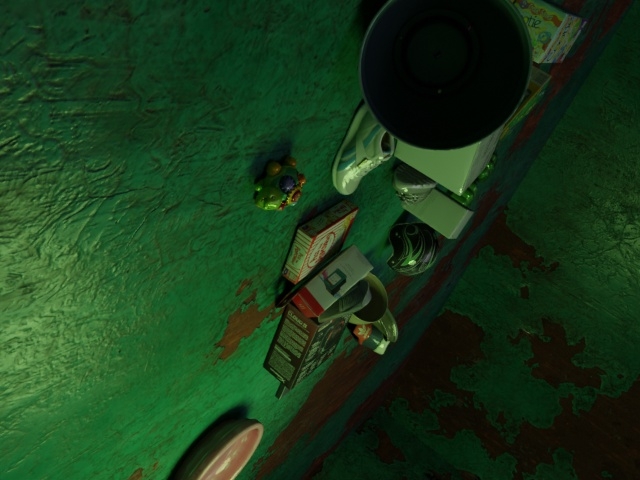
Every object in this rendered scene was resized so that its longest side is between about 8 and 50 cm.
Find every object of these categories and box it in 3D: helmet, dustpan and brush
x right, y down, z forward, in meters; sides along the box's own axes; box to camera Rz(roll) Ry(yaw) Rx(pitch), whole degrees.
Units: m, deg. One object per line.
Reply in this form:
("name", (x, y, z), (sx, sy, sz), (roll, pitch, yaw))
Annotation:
("helmet", (0.290, 0.029, 2.105), (0.169, 0.169, 0.162), (14, 70, -70))
("dustpan and brush", (0.085, 0.126, 1.696), (0.147, 0.060, 0.211), (-23, -174, 35))

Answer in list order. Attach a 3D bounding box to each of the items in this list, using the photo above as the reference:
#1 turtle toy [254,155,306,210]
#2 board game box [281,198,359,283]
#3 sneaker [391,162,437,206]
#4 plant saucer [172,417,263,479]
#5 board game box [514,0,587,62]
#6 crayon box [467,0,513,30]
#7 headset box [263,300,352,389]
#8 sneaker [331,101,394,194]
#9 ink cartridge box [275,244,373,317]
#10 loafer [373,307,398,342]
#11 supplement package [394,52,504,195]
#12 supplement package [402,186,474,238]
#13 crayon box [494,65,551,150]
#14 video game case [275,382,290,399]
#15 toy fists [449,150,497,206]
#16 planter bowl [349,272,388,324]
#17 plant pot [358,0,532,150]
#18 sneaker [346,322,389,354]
("turtle toy", (-0.074, -0.091, 1.199), (0.130, 0.066, 0.095), (-27, 148, -52))
("board game box", (0.000, 0.000, 1.558), (0.193, 0.045, 0.147), (-34, 153, -46))
("sneaker", (0.258, -0.138, 1.837), (0.115, 0.105, 0.281), (-60, 161, 16))
("plant saucer", (-0.299, 0.626, 1.873), (0.332, 0.084, 0.332), (-46, 160, -22))
("board game box", (0.620, -0.591, 1.856), (0.275, 0.144, 0.142), (-22, 144, -56))
("crayon box", (0.340, -0.587, 1.267), (0.313, 0.106, 0.363), (-51, 161, -13))
("headset box", (-0.017, 0.235, 1.822), (0.218, 0.110, 0.293), (-32, 151, -47))
("sneaker", (0.095, -0.182, 1.403), (0.087, 0.092, 0.229), (-34, 154, -48))
("ink cartridge box", (0.007, 0.116, 1.621), (0.231, 0.078, 0.134), (-40, -178, -13))
("loafer", (0.168, 0.223, 2.127), (0.087, 0.251, 0.094), (-27, -170, -10))
("supplement package", (0.314, -0.278, 1.580), (0.145, 0.204, 0.262), (-44, 159, -30))
("supplement package", (0.361, -0.096, 2.037), (0.105, 0.179, 0.105), (-58, 161, 13))
("crayon box", (0.501, -0.398, 1.872), (0.278, 0.165, 0.081), (-46, 159, -21))
("video game case", (-0.041, 0.372, 2.132), (0.196, 0.026, 0.274), (-30, 149, -49))
("toy fists", (0.546, -0.219, 2.399), (0.279, 0.096, 0.142), (-54, 171, -4))
("planter bowl", (0.105, 0.181, 1.983), (0.162, 0.162, 0.109), (-37, -178, -40))
("plant pot", (0.217, -0.330, 1.214), (0.293, 0.293, 0.196), (-62, -174, 23))
("sneaker", (0.157, 0.291, 2.341), (0.131, 0.148, 0.350), (-61, -175, -1))
